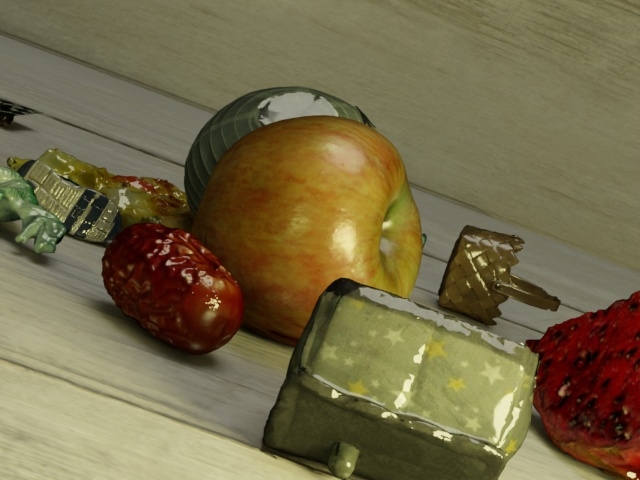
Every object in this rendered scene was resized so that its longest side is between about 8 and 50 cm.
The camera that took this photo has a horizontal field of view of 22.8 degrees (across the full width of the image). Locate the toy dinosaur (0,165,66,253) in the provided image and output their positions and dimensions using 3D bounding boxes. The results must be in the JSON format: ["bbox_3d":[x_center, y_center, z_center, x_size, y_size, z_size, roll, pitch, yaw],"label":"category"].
[{"bbox_3d":[-0.403,-0.072,1.837,0.129,0.076,0.383,23,10,-34],"label":"toy dinosaur"}]

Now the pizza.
[{"bbox_3d":[-0.270,-0.059,2.043,0.287,0.075,0.280,21,8,-2],"label":"pizza"}]

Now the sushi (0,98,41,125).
[{"bbox_3d":[-0.519,-0.206,2.514,0.126,0.026,0.120,18,11,10],"label":"sushi"}]

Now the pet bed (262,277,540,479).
[{"bbox_3d":[0.068,0.149,1.385,0.211,0.159,0.183,23,-17,-1],"label":"pet bed"}]

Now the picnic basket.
[{"bbox_3d":[0.276,0.061,2.381,0.178,0.138,0.128,20,12,6],"label":"picnic basket"}]

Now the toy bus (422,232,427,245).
[{"bbox_3d":[0.000,0.000,2.154,0.256,0.128,0.147,24,11,8],"label":"toy bus"}]

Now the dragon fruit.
[{"bbox_3d":[0.430,0.173,1.774,0.330,0.240,0.302,11,30,-15],"label":"dragon fruit"}]

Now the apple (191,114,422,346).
[{"bbox_3d":[-0.019,-0.010,1.753,0.264,0.264,0.264,21,9,-3],"label":"apple"}]

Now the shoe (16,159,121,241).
[{"bbox_3d":[-0.306,-0.041,1.925,0.143,0.064,0.071,29,-13,7],"label":"shoe"}]

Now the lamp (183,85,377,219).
[{"bbox_3d":[-0.037,-0.074,1.984,0.265,0.233,0.233,-25,33,-25],"label":"lamp"}]

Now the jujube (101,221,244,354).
[{"bbox_3d":[-0.146,0.046,1.599,0.112,0.109,0.176,-24,36,-26],"label":"jujube"}]
